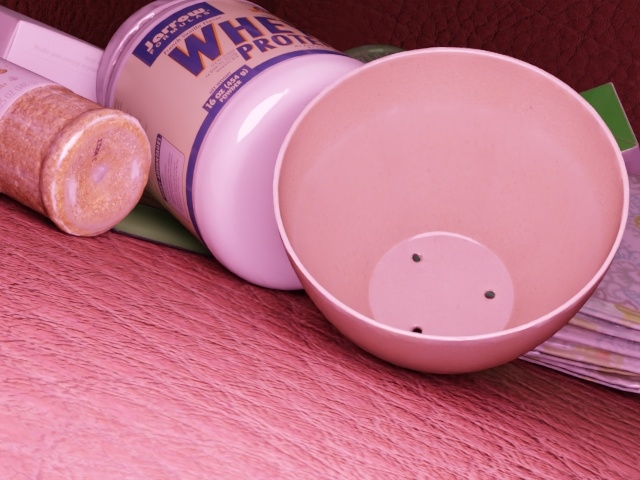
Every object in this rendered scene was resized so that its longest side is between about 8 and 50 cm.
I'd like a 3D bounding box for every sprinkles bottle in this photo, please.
[{"bbox_3d":[-0.321,-0.120,1.167,0.355,0.121,0.121,25,9,32],"label":"sprinkles bottle"}]

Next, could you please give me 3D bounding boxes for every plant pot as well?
[{"bbox_3d":[0.108,0.002,1.057,0.284,0.284,0.191,23,-27,16],"label":"plant pot"}]

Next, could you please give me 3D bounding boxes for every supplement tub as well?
[{"bbox_3d":[-0.079,-0.115,1.250,0.235,0.235,0.325,15,15,-38],"label":"supplement tub"}]

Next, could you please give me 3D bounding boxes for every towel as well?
[{"bbox_3d":[0.250,0.006,1.410,0.320,0.090,0.374,17,35,-1],"label":"towel"}]

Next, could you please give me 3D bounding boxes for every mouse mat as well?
[{"bbox_3d":[-0.178,-0.018,1.272,0.152,0.007,0.189,16,10,-30],"label":"mouse mat"}]

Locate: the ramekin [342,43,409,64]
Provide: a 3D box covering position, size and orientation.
[{"bbox_3d":[0.110,-0.177,2.130,0.303,0.303,0.148,17,16,-25],"label":"ramekin"}]

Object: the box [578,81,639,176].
[{"bbox_3d":[0.321,-0.072,1.729,0.231,0.261,0.127,58,16,-52],"label":"box"}]

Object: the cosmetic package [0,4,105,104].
[{"bbox_3d":[-0.384,-0.198,1.447,0.197,0.155,0.365,18,6,-46],"label":"cosmetic package"}]
